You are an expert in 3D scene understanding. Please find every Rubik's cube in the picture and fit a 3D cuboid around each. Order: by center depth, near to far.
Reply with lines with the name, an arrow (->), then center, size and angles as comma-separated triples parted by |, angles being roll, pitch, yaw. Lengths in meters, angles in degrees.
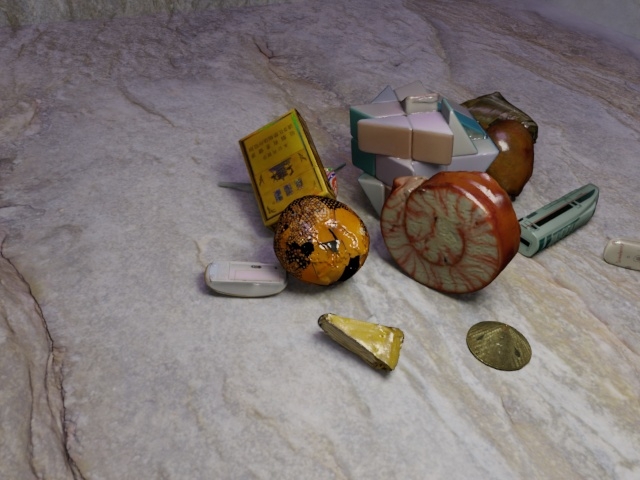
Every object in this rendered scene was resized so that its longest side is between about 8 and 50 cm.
Rubik's cube -> 0.271, -0.255, 1.551 | 0.368, 0.358, 0.387 | -6, 35, -2

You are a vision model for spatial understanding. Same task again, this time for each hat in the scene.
hat -> 0.402, 0.210, 1.226 | 0.146, 0.067, 0.146 | 3, 39, -2

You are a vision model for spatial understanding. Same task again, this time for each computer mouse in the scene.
computer mouse -> -0.177, 0.089, 1.333 | 0.199, 0.044, 0.102 | 1, 39, -7

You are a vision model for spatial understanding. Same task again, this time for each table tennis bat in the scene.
table tennis bat -> 0.035, 0.188, 1.263 | 0.083, 0.007, 0.050 | 9, 39, 8

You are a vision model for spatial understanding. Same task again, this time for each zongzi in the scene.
zongzi -> 0.582, -0.410, 1.952 | 0.289, 0.134, 0.286 | -12, 39, -20

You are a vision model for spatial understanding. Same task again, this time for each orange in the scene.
orange -> 0.000, 0.000, 1.333 | 0.235, 0.182, 0.234 | 8, 61, -15

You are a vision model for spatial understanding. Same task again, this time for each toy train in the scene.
toy train -> 0.700, -0.069, 1.585 | 0.407, 0.086, 0.088 | -24, 46, -31

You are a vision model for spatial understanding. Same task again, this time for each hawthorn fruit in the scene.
hawthorn fruit -> 0.546, -0.229, 1.664 | 0.208, 0.248, 0.208 | -28, 10, 5

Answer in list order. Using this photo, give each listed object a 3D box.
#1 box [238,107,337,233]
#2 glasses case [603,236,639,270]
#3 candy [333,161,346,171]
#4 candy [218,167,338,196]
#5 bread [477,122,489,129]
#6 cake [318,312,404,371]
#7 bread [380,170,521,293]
box -> -0.093, -0.189, 1.517 | 0.193, 0.084, 0.301 | -27, 61, 14
glasses case -> 0.860, 0.041, 1.471 | 0.204, 0.081, 0.051 | 10, 37, 9
candy -> 0.030, -0.211, 1.731 | 0.061, 0.061, 0.202 | 24, 35, 23
candy -> -0.128, -0.157, 1.616 | 0.366, 0.124, 0.124 | 5, 38, 14
bread -> 0.505, -0.323, 1.864 | 0.132, 0.103, 0.172 | 15, 41, 12
cake -> 0.083, 0.228, 1.185 | 0.185, 0.079, 0.116 | 11, 51, -7
bread -> 0.304, -0.020, 1.314 | 0.328, 0.295, 0.114 | -2, 26, 46
